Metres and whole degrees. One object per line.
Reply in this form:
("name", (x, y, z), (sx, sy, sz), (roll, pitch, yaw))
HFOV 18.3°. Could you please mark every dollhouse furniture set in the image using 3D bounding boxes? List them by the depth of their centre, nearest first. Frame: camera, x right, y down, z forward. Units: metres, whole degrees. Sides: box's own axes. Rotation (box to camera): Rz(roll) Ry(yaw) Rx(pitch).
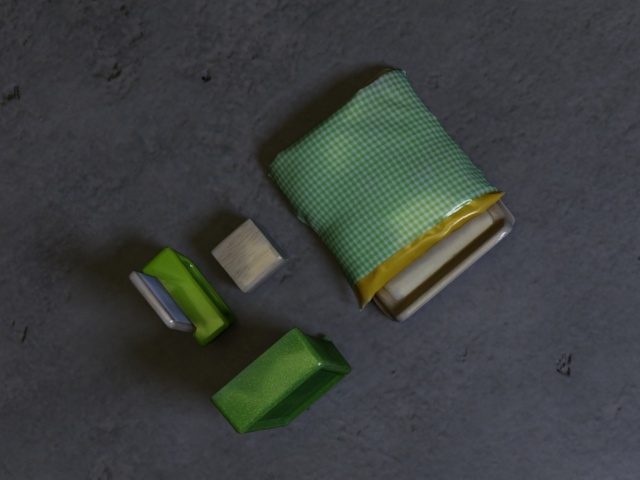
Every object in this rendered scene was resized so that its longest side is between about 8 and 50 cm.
("dollhouse furniture set", (0.000, 0.000, 1.750), (0.301, 0.151, 0.197), (-41, 78, 7))
